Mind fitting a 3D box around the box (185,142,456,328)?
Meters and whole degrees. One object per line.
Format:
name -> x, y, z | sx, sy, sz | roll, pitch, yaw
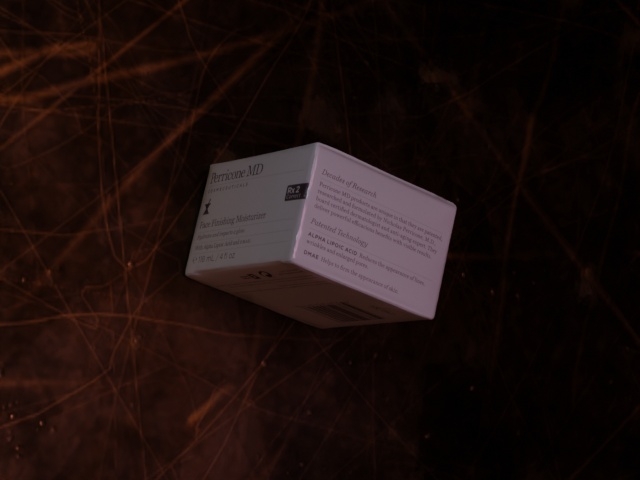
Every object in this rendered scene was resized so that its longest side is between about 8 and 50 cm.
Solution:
box -> 0.000, 0.000, 1.883 | 0.182, 0.181, 0.119 | 23, 71, -33
